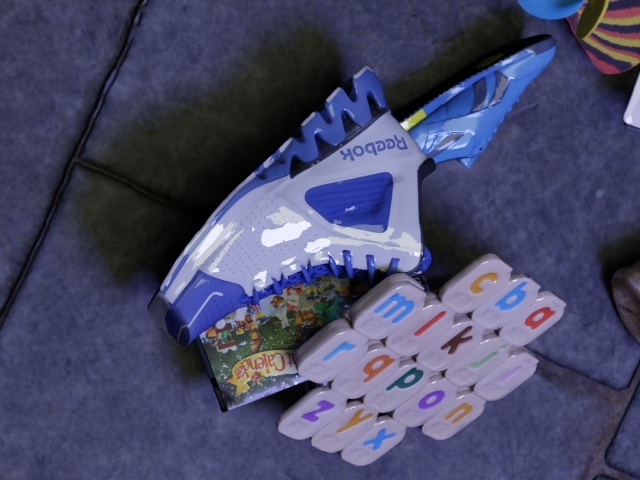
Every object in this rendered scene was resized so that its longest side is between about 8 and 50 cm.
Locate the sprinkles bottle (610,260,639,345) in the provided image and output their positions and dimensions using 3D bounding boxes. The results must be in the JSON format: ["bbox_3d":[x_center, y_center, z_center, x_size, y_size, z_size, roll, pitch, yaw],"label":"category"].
[{"bbox_3d":[0.484,-0.001,1.888,0.355,0.121,0.121,-30,109,-10],"label":"sprinkles bottle"}]

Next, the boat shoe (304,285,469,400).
[{"bbox_3d":[0.080,0.107,1.805,0.206,0.065,0.075,-27,109,-11],"label":"boat shoe"}]

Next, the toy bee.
[{"bbox_3d":[0.253,-0.283,1.711,0.298,0.162,0.195,20,56,-42],"label":"toy bee"}]

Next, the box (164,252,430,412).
[{"bbox_3d":[-0.015,0.053,1.744,0.233,0.044,0.159,-21,86,-13],"label":"box"}]

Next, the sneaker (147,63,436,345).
[{"bbox_3d":[0.001,-0.001,1.666,0.182,0.127,0.315,44,75,-1],"label":"sneaker"}]

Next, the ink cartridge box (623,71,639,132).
[{"bbox_3d":[0.400,-0.149,1.858,0.198,0.067,0.115,18,95,-23],"label":"ink cartridge box"}]

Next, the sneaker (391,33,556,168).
[{"bbox_3d":[0.154,-0.128,1.774,0.209,0.069,0.082,-34,102,-4],"label":"sneaker"}]

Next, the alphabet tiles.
[{"bbox_3d":[0.099,0.119,1.751,0.278,0.021,0.284,-40,142,16],"label":"alphabet tiles"}]
